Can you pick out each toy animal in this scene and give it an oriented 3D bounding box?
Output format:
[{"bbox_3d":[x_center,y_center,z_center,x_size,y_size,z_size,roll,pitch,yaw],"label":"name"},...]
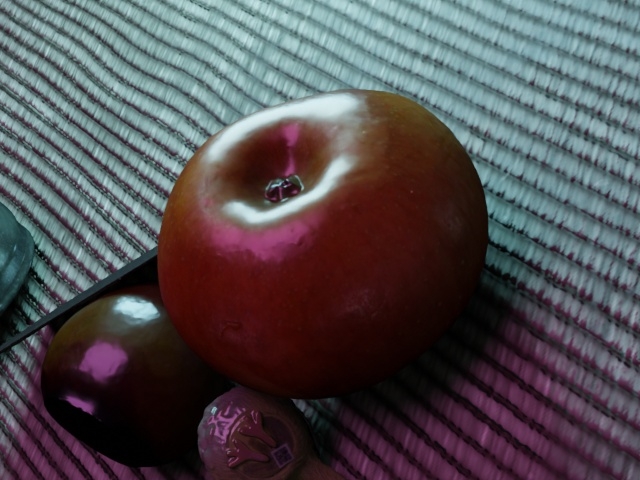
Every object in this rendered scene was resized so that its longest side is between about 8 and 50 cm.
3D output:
[{"bbox_3d":[-0.039,0.179,1.239,0.098,0.137,0.098,-63,1,2],"label":"toy animal"}]

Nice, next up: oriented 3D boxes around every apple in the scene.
[{"bbox_3d":[0.000,0.000,1.194,0.271,0.206,0.252,-11,40,17],"label":"apple"}]

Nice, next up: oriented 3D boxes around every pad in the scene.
[{"bbox_3d":[-0.201,0.037,1.434,0.330,0.004,0.220,-30,5,25],"label":"pad"}]

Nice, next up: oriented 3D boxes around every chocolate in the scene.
[{"bbox_3d":[-0.160,0.116,1.337,0.176,0.176,0.177,-24,48,29],"label":"chocolate"}]

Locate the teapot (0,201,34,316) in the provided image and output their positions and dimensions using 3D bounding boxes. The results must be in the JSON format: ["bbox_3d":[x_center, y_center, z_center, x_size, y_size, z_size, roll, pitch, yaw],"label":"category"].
[{"bbox_3d":[-0.486,-0.013,1.658,0.239,0.239,0.321,-39,29,0],"label":"teapot"}]
